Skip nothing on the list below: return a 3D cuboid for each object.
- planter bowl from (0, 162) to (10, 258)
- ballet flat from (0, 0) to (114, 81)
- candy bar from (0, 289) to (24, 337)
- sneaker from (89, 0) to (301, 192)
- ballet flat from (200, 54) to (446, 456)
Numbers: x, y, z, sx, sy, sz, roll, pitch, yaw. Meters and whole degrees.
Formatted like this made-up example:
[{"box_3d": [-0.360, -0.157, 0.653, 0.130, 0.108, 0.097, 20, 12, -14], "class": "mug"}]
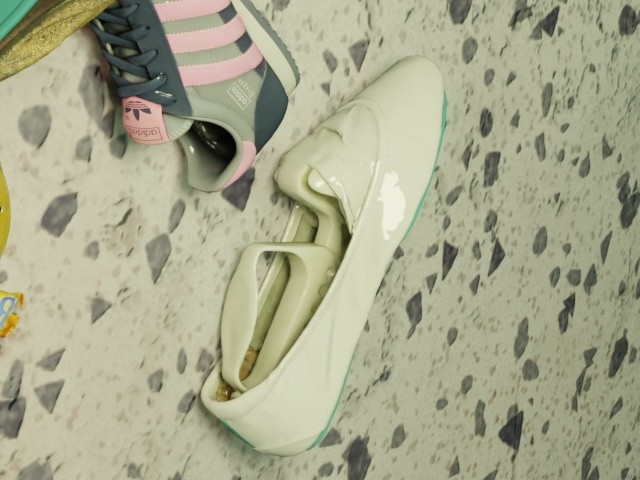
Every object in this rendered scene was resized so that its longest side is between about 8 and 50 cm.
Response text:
[{"box_3d": [-0.273, -0.017, 0.983, 0.217, 0.090, 0.217, -14, 109, -50], "class": "planter bowl"}, {"box_3d": [-0.141, -0.194, 0.896, 0.123, 0.348, 0.123, 27, 49, -37], "class": "ballet flat"}, {"box_3d": [-0.278, 0.039, 1.080, 0.161, 0.018, 0.040, 25, 84, -53], "class": "candy bar"}, {"box_3d": [-0.123, -0.147, 1.131, 0.319, 0.112, 0.131, 42, 67, -50], "class": "sneaker"}, {"box_3d": [0.000, 0.000, 1.355, 0.139, 0.139, 0.400, 27, 83, -54], "class": "ballet flat"}]
